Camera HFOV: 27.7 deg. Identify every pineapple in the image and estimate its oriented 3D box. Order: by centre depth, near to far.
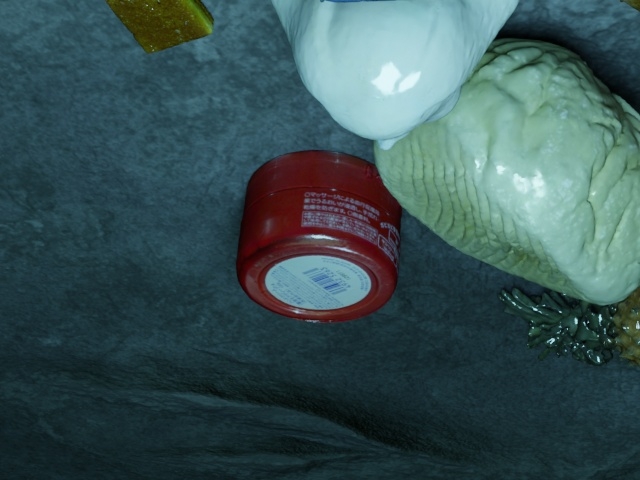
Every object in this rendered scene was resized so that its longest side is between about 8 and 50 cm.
[{"bbox_3d":[0.420,0.119,1.868,0.340,0.169,0.169,0,145,20],"label":"pineapple"}]

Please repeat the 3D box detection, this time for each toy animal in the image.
[{"bbox_3d":[0.086,-0.234,1.318,0.249,0.289,0.174,-19,141,-1],"label":"toy animal"}]

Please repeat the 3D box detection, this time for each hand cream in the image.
[{"bbox_3d":[0.000,0.000,1.752,0.230,0.149,0.230,1,145,1],"label":"hand cream"}]

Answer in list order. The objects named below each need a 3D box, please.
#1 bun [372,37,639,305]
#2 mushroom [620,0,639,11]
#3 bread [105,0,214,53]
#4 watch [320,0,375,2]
[{"bbox_3d":[0.244,-0.090,1.485,0.352,0.227,0.349,31,171,11],"label":"bun"},{"bbox_3d":[0.345,-0.328,1.166,0.297,0.278,0.163,43,171,-30],"label":"mushroom"},{"bbox_3d":[-0.183,-0.264,1.492,0.090,0.035,0.094,-13,141,24],"label":"bread"},{"bbox_3d":[0.162,-0.302,1.208,0.274,0.276,0.068,22,176,-24],"label":"watch"}]
